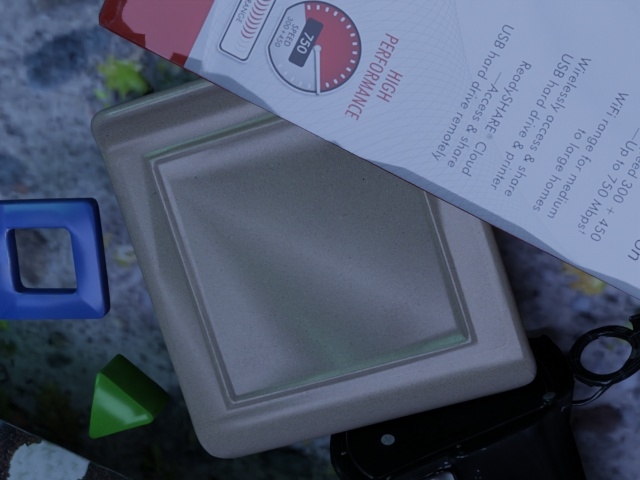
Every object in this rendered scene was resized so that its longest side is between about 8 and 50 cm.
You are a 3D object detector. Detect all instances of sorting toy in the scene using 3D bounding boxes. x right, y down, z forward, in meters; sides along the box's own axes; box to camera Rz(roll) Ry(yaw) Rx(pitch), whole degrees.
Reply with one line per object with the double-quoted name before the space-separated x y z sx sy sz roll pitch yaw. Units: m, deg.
"sorting toy" 0.000 0.000 0.913 0.348 0.047 0.196 -16 101 18

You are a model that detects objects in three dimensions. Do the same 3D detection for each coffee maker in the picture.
"coffee maker" 0.112 0.153 0.948 0.171 0.120 0.178 -14 116 22

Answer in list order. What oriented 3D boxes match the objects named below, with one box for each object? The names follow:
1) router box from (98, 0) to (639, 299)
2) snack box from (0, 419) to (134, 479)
"router box" 0.112 -0.174 0.745 0.301 0.082 0.335 27 114 -1
"snack box" -0.131 0.171 1.009 0.322 0.060 0.187 24 159 1
